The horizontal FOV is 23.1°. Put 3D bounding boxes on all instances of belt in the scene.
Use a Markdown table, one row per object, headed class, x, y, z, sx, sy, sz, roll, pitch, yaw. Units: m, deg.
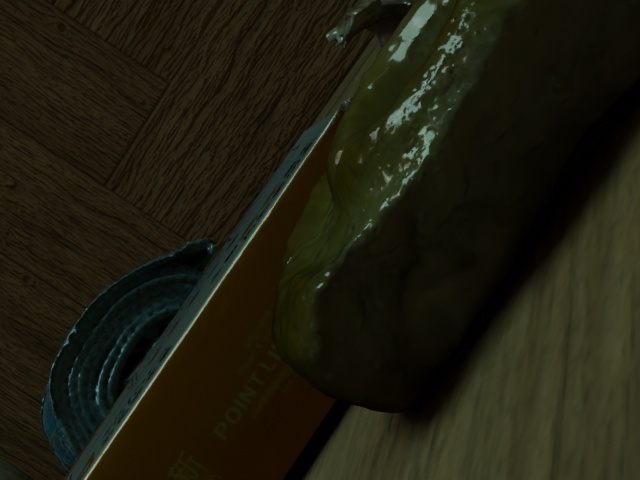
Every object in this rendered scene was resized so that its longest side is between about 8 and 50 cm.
| class | x | y | z | sx | sy | sz | roll | pitch | yaw |
| --- | --- | --- | --- | --- | --- | --- | --- | --- | --- |
| belt | -0.116 | 0.100 | 1.094 | 0.163 | 0.148 | 0.082 | -28 | -8 | -20 |

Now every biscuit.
| class | x | y | z | sx | sy | sz | roll | pitch | yaw |
| --- | --- | --- | --- | --- | --- | --- | --- | --- | --- |
| biscuit | 0.066 | -0.059 | 0.664 | 0.274 | 0.091 | 0.213 | -58 | 7 | 0 |

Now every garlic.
| class | x | y | z | sx | sy | sz | roll | pitch | yaw |
| --- | --- | --- | --- | --- | --- | --- | --- | --- | --- |
| garlic | 0.084 | -0.144 | 1.069 | 0.124 | 0.099 | 0.174 | -38 | 6 | -12 |

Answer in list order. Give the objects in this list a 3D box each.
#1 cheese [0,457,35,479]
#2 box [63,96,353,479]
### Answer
| class | x | y | z | sx | sy | sz | roll | pitch | yaw |
| --- | --- | --- | --- | --- | --- | --- | --- | --- | --- |
| cheese | -0.284 | 0.307 | 1.220 | 0.248 | 0.173 | 0.251 | -56 | 10 | -8 |
| box | -0.041 | 0.066 | 0.864 | 0.274 | 0.091 | 0.221 | -56 | 4 | -6 |
